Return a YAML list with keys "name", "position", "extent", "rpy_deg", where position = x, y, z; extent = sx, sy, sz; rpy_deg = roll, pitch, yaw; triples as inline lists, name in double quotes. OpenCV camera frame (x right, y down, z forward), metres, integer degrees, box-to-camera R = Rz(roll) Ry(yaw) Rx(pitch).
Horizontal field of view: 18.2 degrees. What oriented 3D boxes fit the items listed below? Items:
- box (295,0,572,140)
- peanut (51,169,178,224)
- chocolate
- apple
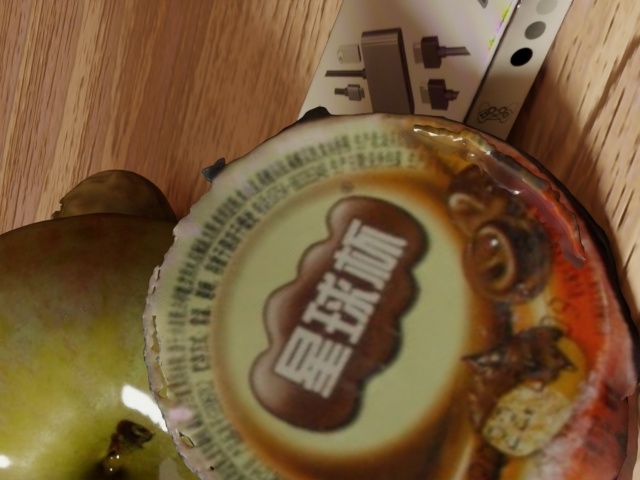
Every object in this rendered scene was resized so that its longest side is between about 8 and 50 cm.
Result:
- name: "box"
  position: [0.046, -0.076, 0.944]
  extent: [0.129, 0.033, 0.247]
  rpy_deg: [61, 142, 39]
- name: "peanut"
  position: [-0.139, 0.068, 1.302]
  extent: [0.103, 0.098, 0.229]
  rpy_deg: [1, 92, 28]
- name: "chocolate"
  position: [0.037, 0.059, 0.878]
  extent: [0.147, 0.221, 0.221]
  rpy_deg: [72, -178, -65]
- name: "apple"
  position: [-0.110, 0.111, 1.067]
  extent: [0.234, 0.256, 0.257]
  rpy_deg: [172, 95, -82]
